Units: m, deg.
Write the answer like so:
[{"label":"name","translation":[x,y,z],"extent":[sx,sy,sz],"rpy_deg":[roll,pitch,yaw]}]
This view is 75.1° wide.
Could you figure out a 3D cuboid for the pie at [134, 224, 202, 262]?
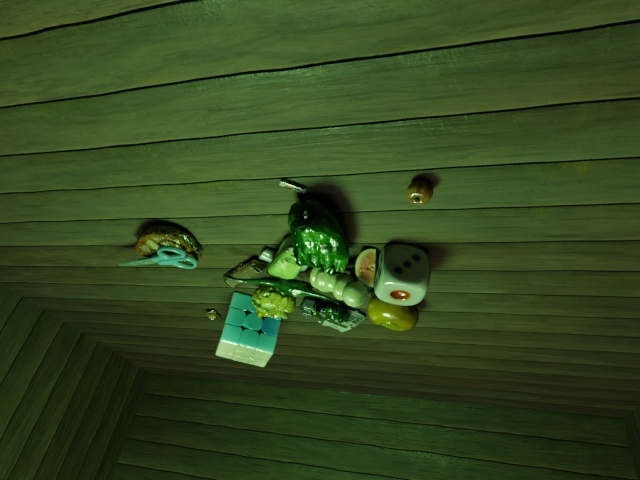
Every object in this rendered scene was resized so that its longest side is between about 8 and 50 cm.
[{"label":"pie","translation":[-0.678,0.023,1.867],"extent":[0.308,0.085,0.308],"rpy_deg":[7,146,5]}]

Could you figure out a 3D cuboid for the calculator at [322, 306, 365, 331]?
[{"label":"calculator","translation":[0.130,0.432,2.282],"extent":[0.177,0.040,0.268],"rpy_deg":[25,143,-20]}]

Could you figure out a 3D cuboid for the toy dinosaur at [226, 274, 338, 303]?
[{"label":"toy dinosaur","translation":[-0.159,0.203,1.826],"extent":[0.447,0.087,0.301],"rpy_deg":[15,-174,33]}]

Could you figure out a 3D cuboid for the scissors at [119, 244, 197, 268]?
[{"label":"scissors","translation":[-0.765,0.091,1.890],"extent":[0.447,0.029,0.192],"rpy_deg":[-7,149,27]}]

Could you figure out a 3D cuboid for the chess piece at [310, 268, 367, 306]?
[{"label":"chess piece","translation":[0.090,0.189,1.747],"extent":[0.251,0.144,0.144],"rpy_deg":[28,162,41]}]

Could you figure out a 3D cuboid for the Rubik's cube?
[{"label":"Rubik's cube","translation":[-0.389,0.495,2.297],"extent":[0.291,0.290,0.291],"rpy_deg":[17,146,-8]}]

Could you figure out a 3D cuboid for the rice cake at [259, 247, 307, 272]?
[{"label":"rice cake","translation":[-0.161,0.088,1.858],"extent":[0.221,0.042,0.080],"rpy_deg":[19,147,-11]}]

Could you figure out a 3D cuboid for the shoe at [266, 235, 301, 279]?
[{"label":"shoe","translation":[-0.125,0.079,1.756],"extent":[0.140,0.128,0.262],"rpy_deg":[29,141,-8]}]

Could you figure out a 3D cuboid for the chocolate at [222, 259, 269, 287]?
[{"label":"chocolate","translation":[-0.369,0.164,2.008],"extent":[0.102,0.065,0.329],"rpy_deg":[29,144,-27]}]

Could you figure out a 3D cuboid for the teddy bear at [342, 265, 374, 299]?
[{"label":"teddy bear","translation":[0.187,0.203,1.851],"extent":[0.182,0.129,0.251],"rpy_deg":[-5,143,3]}]

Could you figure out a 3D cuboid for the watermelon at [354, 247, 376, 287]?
[{"label":"watermelon","translation":[0.178,0.109,1.721],"extent":[0.087,0.163,0.069],"rpy_deg":[4,-178,-8]}]

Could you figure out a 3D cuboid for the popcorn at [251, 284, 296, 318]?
[{"label":"popcorn","translation":[-0.227,0.297,2.067],"extent":[0.221,0.184,0.204],"rpy_deg":[14,161,-29]}]

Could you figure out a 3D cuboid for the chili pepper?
[{"label":"chili pepper","translation":[-0.003,-0.009,1.563],"extent":[0.213,0.167,0.385],"rpy_deg":[3,147,19]}]

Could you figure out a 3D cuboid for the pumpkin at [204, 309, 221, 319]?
[{"label":"pumpkin","translation":[-0.655,0.447,2.532],"extent":[0.073,0.035,0.101],"rpy_deg":[-9,139,9]}]

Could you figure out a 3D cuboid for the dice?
[{"label":"dice","translation":[0.324,0.139,1.666],"extent":[0.193,0.192,0.194],"rpy_deg":[11,145,2]}]

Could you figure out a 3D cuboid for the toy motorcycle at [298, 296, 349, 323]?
[{"label":"toy motorcycle","translation":[0.027,0.361,2.138],"extent":[0.274,0.125,0.187],"rpy_deg":[14,150,-2]}]

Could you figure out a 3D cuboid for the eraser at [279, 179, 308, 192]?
[{"label":"eraser","translation":[-0.093,-0.188,1.455],"extent":[0.099,0.019,0.027],"rpy_deg":[19,145,-10]}]

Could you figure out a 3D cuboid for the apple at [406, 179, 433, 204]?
[{"label":"apple","translation":[0.321,-0.156,1.344],"extent":[0.084,0.071,0.084],"rpy_deg":[11,141,9]}]

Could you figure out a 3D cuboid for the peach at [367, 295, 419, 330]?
[{"label":"peach","translation":[0.346,0.348,2.014],"extent":[0.251,0.153,0.251],"rpy_deg":[19,159,8]}]
